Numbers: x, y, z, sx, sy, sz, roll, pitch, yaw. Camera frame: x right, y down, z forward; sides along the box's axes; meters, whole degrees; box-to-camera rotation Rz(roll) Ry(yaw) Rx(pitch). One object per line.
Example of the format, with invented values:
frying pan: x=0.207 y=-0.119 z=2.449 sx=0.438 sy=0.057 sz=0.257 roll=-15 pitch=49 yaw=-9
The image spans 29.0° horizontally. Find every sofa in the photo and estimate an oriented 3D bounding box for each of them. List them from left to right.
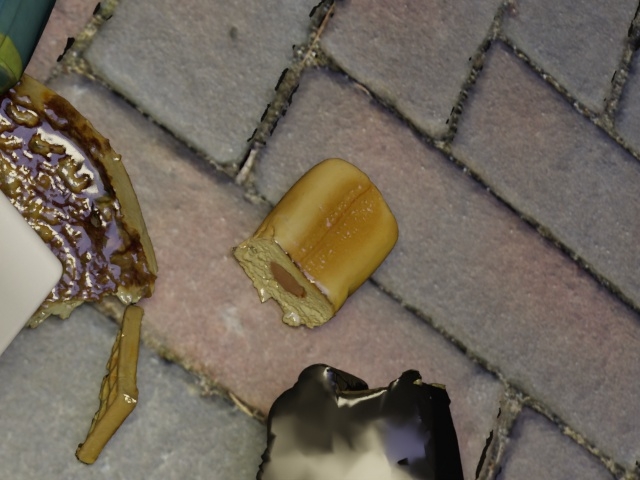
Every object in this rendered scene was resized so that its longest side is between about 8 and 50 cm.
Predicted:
sofa: x=0.047 y=0.259 z=1.274 sx=0.200 sy=0.182 sz=0.258 roll=31 pitch=49 yaw=-71

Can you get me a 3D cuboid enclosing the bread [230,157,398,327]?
bread: x=0.000 y=0.001 z=1.372 sx=0.134 sy=0.085 sz=0.173 roll=49 pitch=56 yaw=-7

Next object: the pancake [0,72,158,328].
pancake: x=-0.285 y=-0.013 z=1.221 sx=0.266 sy=0.057 sz=0.244 roll=44 pitch=64 yaw=-9

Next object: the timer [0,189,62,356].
timer: x=-0.369 y=0.024 z=1.019 sx=0.195 sy=0.194 sz=0.192 roll=57 pitch=50 yaw=-34

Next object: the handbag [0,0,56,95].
handbag: x=-0.369 y=-0.263 z=1.132 sx=0.263 sy=0.222 sz=0.241 roll=31 pitch=55 yaw=-23

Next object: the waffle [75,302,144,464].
waffle: x=-0.208 y=0.139 z=1.231 sx=0.023 sy=0.097 sz=0.152 roll=27 pitch=29 yaw=-22
